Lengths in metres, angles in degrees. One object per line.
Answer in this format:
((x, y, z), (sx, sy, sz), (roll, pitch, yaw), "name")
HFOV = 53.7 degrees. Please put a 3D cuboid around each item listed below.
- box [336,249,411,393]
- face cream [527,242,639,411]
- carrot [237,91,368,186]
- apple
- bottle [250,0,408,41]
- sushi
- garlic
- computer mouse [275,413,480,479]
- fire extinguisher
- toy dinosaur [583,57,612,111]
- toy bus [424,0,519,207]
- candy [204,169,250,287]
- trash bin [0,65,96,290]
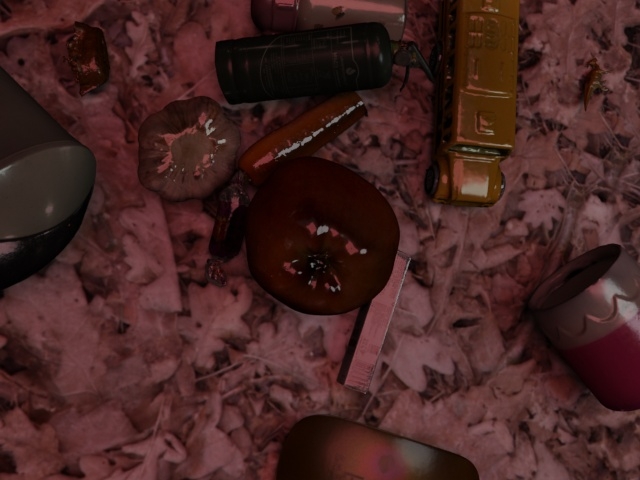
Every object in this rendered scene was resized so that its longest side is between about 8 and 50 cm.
((0.081, 0.118, 0.956), (0.039, 0.055, 0.218), (20, 81, -7), "box")
((0.439, 0.128, 0.951), (0.175, 0.175, 0.195), (-39, 90, -11), "face cream")
((-0.033, -0.154, 0.964), (0.225, 0.067, 0.067), (-35, 90, -13), "carrot")
((0.002, 0.001, 0.877), (0.234, 0.234, 0.234), (1, 83, -9), "apple")
((0.010, -0.354, 0.972), (0.233, 0.110, 0.110), (3, 83, -9), "bottle")
((-0.348, -0.269, 0.936), (0.060, 0.061, 0.118), (-9, 65, -2), "sushi")
((-0.192, -0.133, 0.920), (0.147, 0.102, 0.159), (32, 91, -18), "garlic")
((0.090, 0.358, 0.923), (0.310, 0.072, 0.158), (20, 83, -7), "computer mouse")
((0.007, -0.257, 0.930), (0.311, 0.095, 0.114), (-6, 125, 9), "fire extinguisher")
((0.470, -0.262, 1.075), (0.041, 0.026, 0.113), (14, 72, 0), "toy dinosaur")
((0.242, -0.224, 0.987), (0.121, 0.123, 0.335), (5, 82, -8), "toy bus")
((-0.134, -0.018, 0.933), (0.045, 0.043, 0.175), (23, 103, 33), "candy")
((-0.494, -0.129, 0.786), (0.280, 0.280, 0.432), (-43, 88, -11), "trash bin")
